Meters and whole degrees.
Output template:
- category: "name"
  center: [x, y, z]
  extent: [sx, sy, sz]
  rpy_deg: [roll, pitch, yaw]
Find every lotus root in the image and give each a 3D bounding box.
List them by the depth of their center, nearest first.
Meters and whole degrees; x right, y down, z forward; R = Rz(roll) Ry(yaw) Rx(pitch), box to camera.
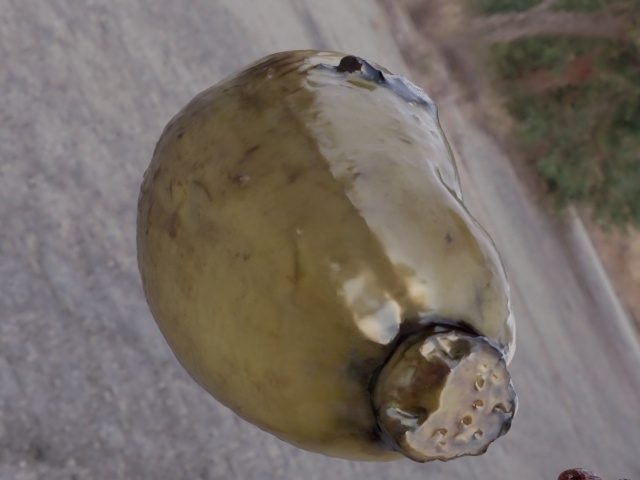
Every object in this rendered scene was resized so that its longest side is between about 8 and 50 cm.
- category: "lotus root"
  center: [0.000, 0.000, 0.671]
  extent: [0.140, 0.154, 0.257]
  rpy_deg: [23, 14, -31]

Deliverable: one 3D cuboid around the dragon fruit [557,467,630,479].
- category: "dragon fruit"
  center: [0.212, 0.222, 1.157]
  extent: [0.175, 0.142, 0.138]
  rpy_deg: [71, 2, -65]
